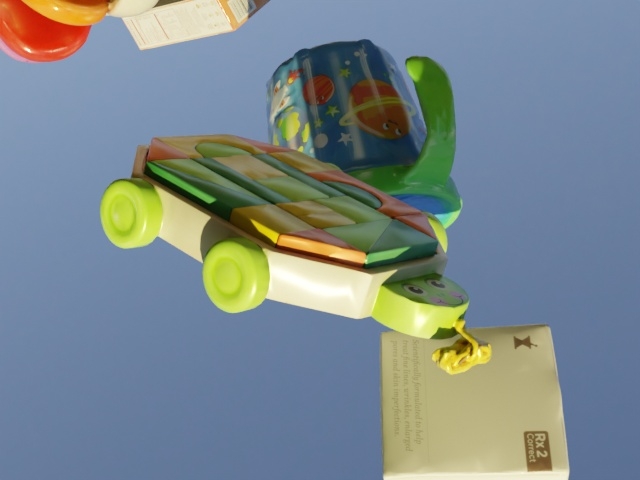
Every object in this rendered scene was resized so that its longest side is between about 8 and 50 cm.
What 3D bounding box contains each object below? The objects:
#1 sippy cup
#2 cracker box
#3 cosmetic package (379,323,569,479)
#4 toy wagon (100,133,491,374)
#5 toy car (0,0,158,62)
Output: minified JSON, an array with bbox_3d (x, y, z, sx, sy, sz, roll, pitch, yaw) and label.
[{"bbox_3d":[0.033,-0.113,1.432,0.305,0.240,0.224,-18,-110,15],"label":"sippy cup"},{"bbox_3d":[-0.167,-0.360,1.738,0.232,0.067,0.156,1,-141,46],"label":"cracker box"},{"bbox_3d":[0.133,0.187,1.038,0.151,0.183,0.151,-3,-132,5],"label":"cosmetic package"},{"bbox_3d":[0.000,0.000,0.969,0.344,0.068,0.267,28,-157,32],"label":"toy wagon"},{"bbox_3d":[-0.223,-0.211,0.966,0.182,0.159,0.136,28,-82,65],"label":"toy car"}]
